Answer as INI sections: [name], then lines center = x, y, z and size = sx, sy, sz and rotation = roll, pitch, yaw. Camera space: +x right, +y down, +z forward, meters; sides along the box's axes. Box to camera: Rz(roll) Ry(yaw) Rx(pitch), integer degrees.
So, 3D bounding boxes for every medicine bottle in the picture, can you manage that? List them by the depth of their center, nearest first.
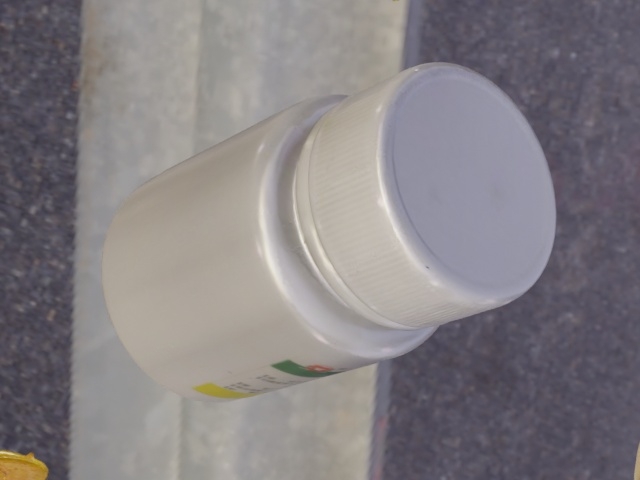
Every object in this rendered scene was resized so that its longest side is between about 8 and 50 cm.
[medicine bottle]
center = 0.000, 0.000, 1.037
size = 0.208, 0.340, 0.208
rotation = 14, 67, -37

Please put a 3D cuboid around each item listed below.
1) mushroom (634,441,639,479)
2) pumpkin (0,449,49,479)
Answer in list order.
[mushroom]
center = 0.401, 0.275, 0.967
size = 0.397, 0.314, 0.224
rotation = 64, 30, -15
[pumpkin]
center = -0.125, 0.098, 0.452
size = 0.083, 0.050, 0.028
rotation = -30, 121, -53
